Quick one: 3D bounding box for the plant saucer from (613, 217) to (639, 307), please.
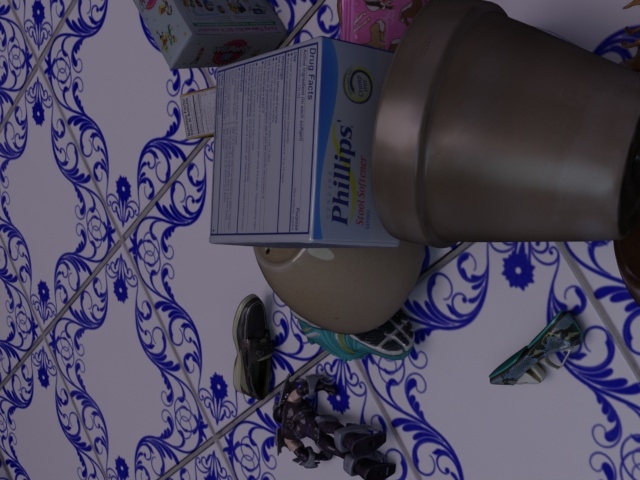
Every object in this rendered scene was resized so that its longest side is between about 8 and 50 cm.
[{"bbox_3d":[0.445,-0.049,1.254,0.310,0.050,0.310,-166,90,-75],"label":"plant saucer"}]

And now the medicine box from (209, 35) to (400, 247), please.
[{"bbox_3d":[-0.024,-0.122,1.438,0.289,0.149,0.263,0,87,56],"label":"medicine box"}]

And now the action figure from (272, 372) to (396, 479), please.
[{"bbox_3d":[0.005,0.352,1.903,0.285,0.099,0.185,21,121,46],"label":"action figure"}]

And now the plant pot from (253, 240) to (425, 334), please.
[{"bbox_3d":[0.000,0.000,1.681,0.284,0.191,0.284,-15,68,40],"label":"plant pot"}]

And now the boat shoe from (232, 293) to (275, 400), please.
[{"bbox_3d":[-0.123,0.212,2.014,0.073,0.080,0.223,24,122,34],"label":"boat shoe"}]

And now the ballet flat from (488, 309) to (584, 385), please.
[{"bbox_3d":[0.326,0.180,1.551,0.070,0.070,0.188,57,137,20],"label":"ballet flat"}]

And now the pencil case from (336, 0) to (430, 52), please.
[{"bbox_3d":[0.096,-0.272,1.563,0.160,0.167,0.386,1,91,8],"label":"pencil case"}]

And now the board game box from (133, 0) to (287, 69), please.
[{"bbox_3d":[-0.230,-0.456,1.850,0.097,0.224,0.303,-47,66,40],"label":"board game box"}]

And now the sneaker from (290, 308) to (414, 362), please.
[{"bbox_3d":[0.064,0.161,1.810,0.275,0.107,0.110,14,129,48],"label":"sneaker"}]

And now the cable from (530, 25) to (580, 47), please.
[{"bbox_3d":[0.288,-0.181,1.482,0.257,0.089,0.257,57,134,21],"label":"cable"}]

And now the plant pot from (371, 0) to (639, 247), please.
[{"bbox_3d":[0.257,-0.126,1.268,0.280,0.323,0.323,14,111,27],"label":"plant pot"}]

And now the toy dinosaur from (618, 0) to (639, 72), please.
[{"bbox_3d":[0.454,-0.276,1.319,0.112,0.064,0.211,56,145,-4],"label":"toy dinosaur"}]

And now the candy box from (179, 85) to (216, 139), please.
[{"bbox_3d":[-0.072,-0.239,1.769,0.316,0.183,0.087,-5,95,46],"label":"candy box"}]
